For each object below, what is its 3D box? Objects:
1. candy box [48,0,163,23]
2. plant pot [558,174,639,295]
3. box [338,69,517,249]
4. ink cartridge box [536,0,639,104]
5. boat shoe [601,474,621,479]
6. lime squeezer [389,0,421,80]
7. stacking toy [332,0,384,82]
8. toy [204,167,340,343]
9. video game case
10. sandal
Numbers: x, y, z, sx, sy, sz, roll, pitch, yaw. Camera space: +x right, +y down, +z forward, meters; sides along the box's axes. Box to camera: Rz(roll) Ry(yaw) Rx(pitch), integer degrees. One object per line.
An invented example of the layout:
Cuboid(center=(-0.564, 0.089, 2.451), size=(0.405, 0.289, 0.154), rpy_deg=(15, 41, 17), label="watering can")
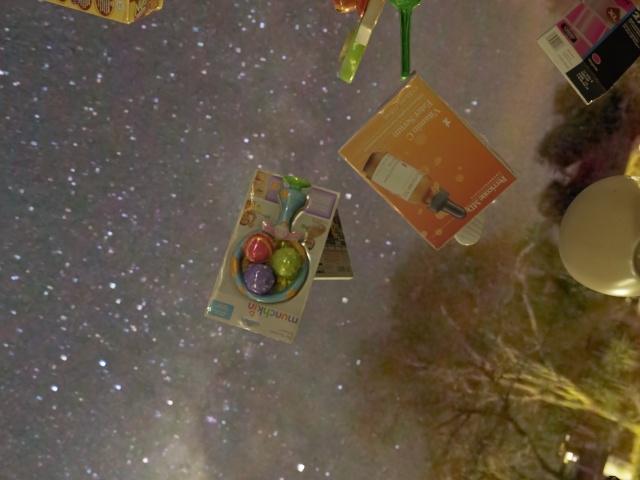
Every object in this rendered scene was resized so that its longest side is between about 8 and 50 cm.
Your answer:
Cuboid(center=(-0.351, -0.391, 1.037), size=(0.109, 0.187, 0.053), rpy_deg=(-61, -15, -55), label="candy box")
Cuboid(center=(0.709, 0.008, 1.510), size=(0.191, 0.284, 0.284), rpy_deg=(-111, 30, -75), label="plant pot")
Cuboid(center=(0.129, -0.099, 0.819), size=(0.130, 0.170, 0.091), rpy_deg=(-45, 6, 18), label="box")
Cuboid(center=(0.627, -0.458, 1.478), size=(0.371, 0.175, 0.069), rpy_deg=(-42, 4, -34), label="ink cartridge box")
Cuboid(center=(0.415, 0.393, 0.925), size=(0.040, 0.049, 0.142), rpy_deg=(-16, -90, -44), label="boat shoe")
Cuboid(center=(0.136, -0.399, 1.001), size=(0.110, 0.059, 0.310), rpy_deg=(-132, 42, -66), label="lime squeezer")
Cuboid(center=(0.061, -0.481, 1.315), size=(0.309, 0.130, 0.279), rpy_deg=(119, 174, -76), label="stacking toy")
Cuboid(center=(-0.069, 0.014, 0.979), size=(0.056, 0.137, 0.237), rpy_deg=(96, -169, -74), label="toy")
Cuboid(center=(0.000, 0.000, 1.543), size=(0.201, 0.023, 0.183), rpy_deg=(5, -111, -57), label="video game case")
Cuboid(center=(0.339, -0.123, 1.608), size=(0.076, 0.102, 0.265), rpy_deg=(-164, 77, -81), label="sandal")
